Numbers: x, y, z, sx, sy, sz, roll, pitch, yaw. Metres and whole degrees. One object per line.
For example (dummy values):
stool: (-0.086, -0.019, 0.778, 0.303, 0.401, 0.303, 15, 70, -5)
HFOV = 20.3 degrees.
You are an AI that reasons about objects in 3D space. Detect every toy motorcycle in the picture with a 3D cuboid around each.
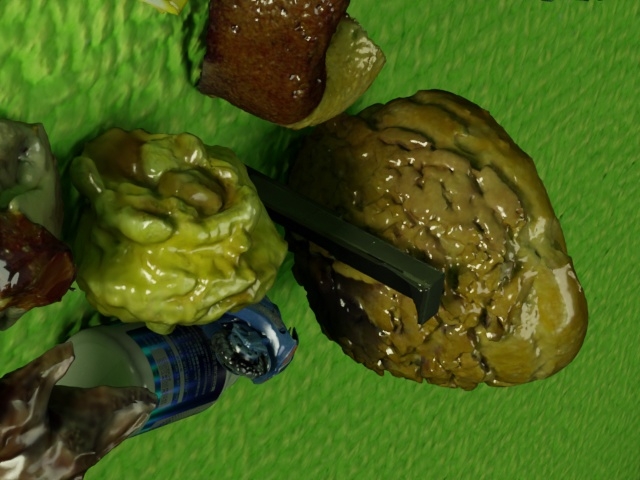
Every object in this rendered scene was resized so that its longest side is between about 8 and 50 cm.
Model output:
toy motorcycle: (-0.078, 0.064, 1.654, 0.114, 0.205, 0.076, 28, 114, -39)

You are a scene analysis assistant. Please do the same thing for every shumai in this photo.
shumai: (-0.243, 0.005, 1.374, 0.201, 0.120, 0.201, -40, 143, -39)

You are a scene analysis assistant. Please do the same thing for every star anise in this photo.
star anise: (-0.292, 0.185, 1.352, 0.349, 0.109, 0.292, 35, 88, -41)

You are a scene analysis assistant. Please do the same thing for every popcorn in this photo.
popcorn: (-0.124, -0.014, 1.521, 0.197, 0.197, 0.155, -26, 135, -52)

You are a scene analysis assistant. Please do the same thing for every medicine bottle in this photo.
medicine bottle: (-0.153, 0.119, 1.668, 0.191, 0.107, 0.107, -13, 125, -59)

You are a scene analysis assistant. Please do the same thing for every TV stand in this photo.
TV stand: (0.000, 0.000, 1.671, 0.040, 0.256, 0.049, -35, 145, -44)

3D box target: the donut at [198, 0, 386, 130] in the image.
donut: (-0.030, -0.171, 1.593, 0.151, 0.112, 0.295, -55, 162, -2)

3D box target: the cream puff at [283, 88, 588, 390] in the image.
cream puff: (0.099, 0.018, 1.800, 0.231, 0.343, 0.327, -29, 165, -18)

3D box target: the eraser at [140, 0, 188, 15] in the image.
eraser: (-0.103, -0.304, 1.405, 0.226, 0.069, 0.158, -58, 152, -10)
